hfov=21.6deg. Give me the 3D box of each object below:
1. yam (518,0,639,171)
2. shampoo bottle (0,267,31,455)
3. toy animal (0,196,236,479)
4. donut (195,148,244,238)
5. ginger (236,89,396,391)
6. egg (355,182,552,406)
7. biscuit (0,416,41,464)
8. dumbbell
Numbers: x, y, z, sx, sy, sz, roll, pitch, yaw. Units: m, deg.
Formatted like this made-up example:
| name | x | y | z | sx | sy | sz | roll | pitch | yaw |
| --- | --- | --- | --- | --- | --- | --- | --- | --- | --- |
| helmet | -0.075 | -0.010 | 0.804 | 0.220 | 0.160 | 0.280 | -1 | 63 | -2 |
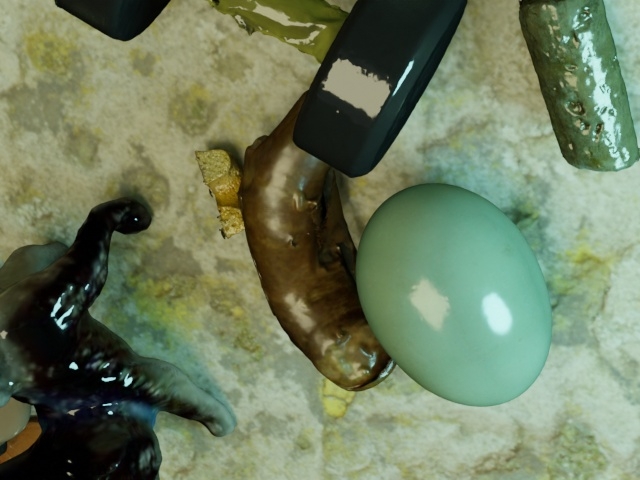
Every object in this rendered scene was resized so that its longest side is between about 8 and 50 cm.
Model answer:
| name | x | y | z | sx | sy | sz | roll | pitch | yaw |
| --- | --- | --- | --- | --- | --- | --- | --- | --- | --- |
| yam | 0.225 | -0.146 | 1.465 | 0.078 | 0.078 | 0.179 | -6 | 120 | 28 |
| shampoo bottle | -0.388 | 0.148 | 1.940 | 0.127 | 0.078 | 0.257 | 21 | 126 | 22 |
| toy animal | -0.266 | 0.169 | 1.757 | 0.194 | 0.302 | 0.344 | -10 | 114 | 34 |
| donut | -0.093 | -0.049 | 1.684 | 0.038 | 0.083 | 0.067 | -19 | 143 | 16 |
| ginger | -0.010 | 0.003 | 1.654 | 0.133 | 0.107 | 0.309 | 2 | 118 | 41 |
| egg | 0.127 | 0.053 | 1.577 | 0.168 | 0.168 | 0.231 | -19 | 113 | 33 |
| biscuit | -0.342 | 0.263 | 2.031 | 0.102 | 0.019 | 0.130 | 46 | 129 | -6 |
| dumbbell | -0.051 | -0.214 | 1.470 | 0.322 | 0.204 | 0.204 | 30 | 128 | 4 |
